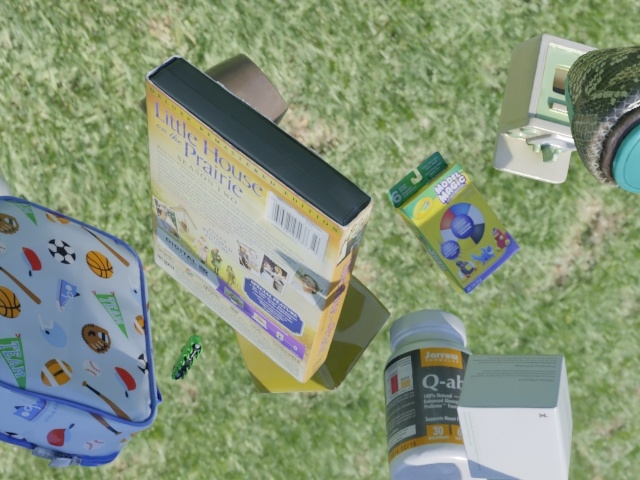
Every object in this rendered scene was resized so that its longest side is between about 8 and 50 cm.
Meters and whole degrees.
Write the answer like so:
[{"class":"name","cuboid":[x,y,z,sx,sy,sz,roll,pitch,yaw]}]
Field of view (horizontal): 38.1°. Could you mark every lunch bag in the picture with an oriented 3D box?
[{"class":"lunch bag","cuboid":[-0.294,0.103,1.028,0.243,0.303,0.115,28,123,-35]}]

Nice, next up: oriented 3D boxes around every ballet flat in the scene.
[{"class":"ballet flat","cuboid":[0.458,-0.141,0.849,0.483,0.182,0.164,-2,136,-4]}]

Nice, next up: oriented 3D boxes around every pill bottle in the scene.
[{"class":"pill bottle","cuboid":[0.186,0.263,1.523,0.162,0.278,0.162,0,142,0]}]

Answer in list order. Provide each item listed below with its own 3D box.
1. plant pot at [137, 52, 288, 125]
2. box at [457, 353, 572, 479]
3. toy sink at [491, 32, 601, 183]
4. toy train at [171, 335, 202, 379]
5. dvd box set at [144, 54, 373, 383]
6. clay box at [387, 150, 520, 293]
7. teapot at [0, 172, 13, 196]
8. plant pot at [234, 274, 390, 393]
[{"class":"plant pot","cuboid":[-0.193,-0.244,1.847,0.229,0.263,0.263,-40,144,-1]},{"class":"box","cuboid":[0.201,0.181,0.949,0.102,0.087,0.101,-3,120,20]},{"class":"toy sink","cuboid":[0.420,-0.232,1.666,0.153,0.131,0.234,13,87,-13]},{"class":"toy train","cuboid":[-0.160,0.139,1.098,0.017,0.023,0.083,5,144,-27]},{"class":"dvd box set","cuboid":[-0.098,-0.007,1.211,0.062,0.307,0.420,-44,162,-29]},{"class":"clay box","cuboid":[0.228,-0.033,1.599,0.127,0.053,0.222,-40,102,-8]},{"class":"teapot","cuboid":[-0.708,-0.026,1.851,0.252,0.256,0.187,-20,114,17]},{"class":"plant pot","cuboid":[-0.040,0.136,1.691,0.212,0.212,0.187,-49,115,-39]}]
